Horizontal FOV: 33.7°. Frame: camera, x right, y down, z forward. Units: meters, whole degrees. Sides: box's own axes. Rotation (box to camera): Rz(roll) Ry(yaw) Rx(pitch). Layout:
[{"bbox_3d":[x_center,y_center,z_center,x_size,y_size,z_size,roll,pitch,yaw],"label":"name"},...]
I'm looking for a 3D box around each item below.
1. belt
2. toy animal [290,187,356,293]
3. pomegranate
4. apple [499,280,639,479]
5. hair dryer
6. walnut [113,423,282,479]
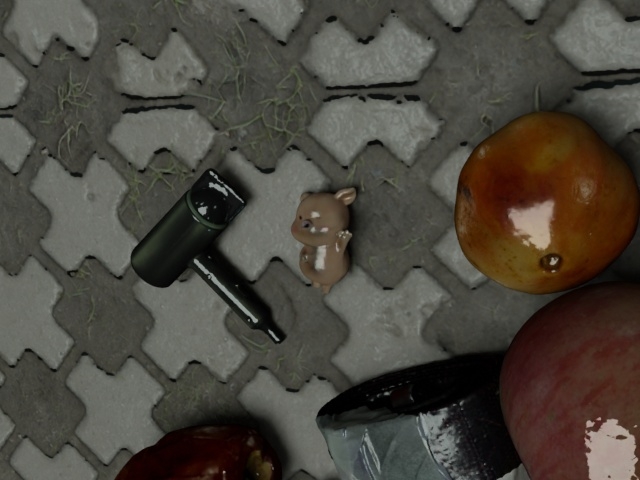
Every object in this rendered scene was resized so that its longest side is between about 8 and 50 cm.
[{"bbox_3d":[0.134,0.257,1.364,0.289,0.184,0.164,-17,103,36],"label":"belt"},{"bbox_3d":[0.002,-0.002,1.409,0.083,0.089,0.150,5,107,4],"label":"toy animal"},{"bbox_3d":[0.256,-0.041,1.192,0.209,0.209,0.209,9,110,24],"label":"pomegranate"},{"bbox_3d":[0.359,0.203,1.162,0.269,0.345,0.344,-30,92,12],"label":"apple"},{"bbox_3d":[-0.125,0.042,1.498,0.248,0.078,0.195,45,121,-4],"label":"hair dryer"},{"bbox_3d":[-0.174,0.403,1.566,0.269,0.221,0.244,-18,130,22],"label":"walnut"}]
